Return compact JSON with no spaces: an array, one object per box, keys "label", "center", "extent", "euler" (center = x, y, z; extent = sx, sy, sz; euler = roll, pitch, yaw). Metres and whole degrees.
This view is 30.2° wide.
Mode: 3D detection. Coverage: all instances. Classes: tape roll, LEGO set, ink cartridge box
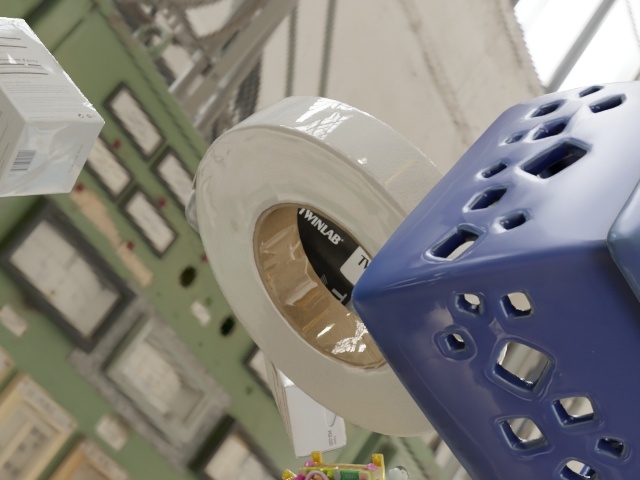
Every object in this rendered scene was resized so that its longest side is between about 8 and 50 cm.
[{"label":"tape roll","center":[0.023,0.033,1.270],"extent":[0.392,0.072,0.392],"euler":[31,-40,30]},{"label":"LEGO set","center":[-0.027,0.306,1.264],"extent":[0.287,0.107,0.132],"euler":[-32,-103,34]},{"label":"ink cartridge box","center":[-0.033,0.226,1.955],"extent":[0.218,0.092,0.159],"euler":[-119,-162,-55]}]

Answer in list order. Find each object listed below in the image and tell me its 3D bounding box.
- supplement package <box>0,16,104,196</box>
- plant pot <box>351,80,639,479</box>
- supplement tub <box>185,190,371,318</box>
[{"label":"supplement package","center":[-0.442,-0.193,1.680],"extent":[0.244,0.133,0.139],"euler":[49,-57,26]},{"label":"plant pot","center":[0.201,0.036,0.716],"extent":[0.212,0.236,0.236],"euler":[-18,-67,47]},{"label":"supplement tub","center":[0.000,0.000,1.512],"extent":[0.316,0.193,0.193],"euler":[40,-21,6]}]
